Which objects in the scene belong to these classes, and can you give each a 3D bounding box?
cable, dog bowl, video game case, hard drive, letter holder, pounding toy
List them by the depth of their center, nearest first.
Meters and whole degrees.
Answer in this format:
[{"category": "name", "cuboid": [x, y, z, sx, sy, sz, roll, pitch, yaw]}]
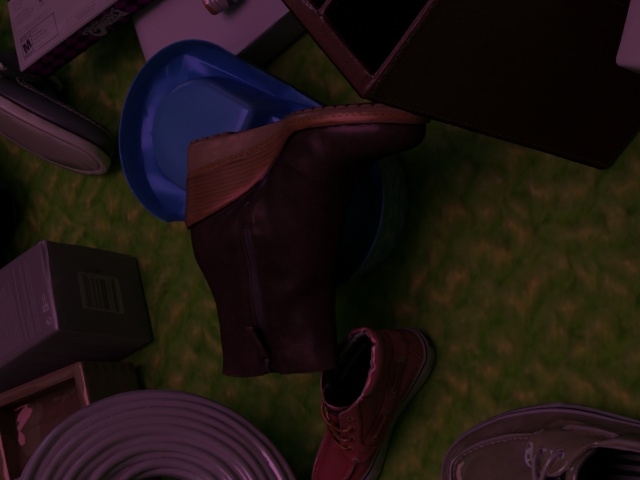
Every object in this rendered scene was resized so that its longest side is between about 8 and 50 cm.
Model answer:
[{"category": "letter holder", "cuboid": [0.147, -0.198, 1.143, 0.214, 0.302, 0.152, -52, 54, 22]}, {"category": "cable", "cuboid": [-0.137, 0.248, 1.364, 0.257, 0.089, 0.257, -41, 80, -19]}, {"category": "dog bowl", "cuboid": [-0.047, -0.064, 1.418, 0.297, 0.074, 0.166, 32, 107, 30]}, {"category": "hard drive", "cuboid": [-0.113, -0.322, 1.564, 0.233, 0.047, 0.353, -36, 61, 32]}, {"category": "pounding toy", "cuboid": [-0.261, 0.235, 1.567, 0.206, 0.094, 0.181, -23, 74, 28]}, {"category": "video game case", "cuboid": [-0.230, -0.305, 1.600, 0.232, 0.042, 0.210, -30, 63, 33]}]

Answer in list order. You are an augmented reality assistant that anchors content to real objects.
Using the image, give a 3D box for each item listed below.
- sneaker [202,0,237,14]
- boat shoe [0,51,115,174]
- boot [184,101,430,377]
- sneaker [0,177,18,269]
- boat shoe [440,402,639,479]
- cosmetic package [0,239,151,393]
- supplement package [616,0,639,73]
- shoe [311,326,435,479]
[{"category": "sneaker", "cuboid": [-0.095, -0.249, 1.490, 0.037, 0.032, 0.083, -23, 67, 15]}, {"category": "boat shoe", "cuboid": [-0.327, -0.170, 1.681, 0.319, 0.116, 0.099, 27, 73, 28]}, {"category": "boot", "cuboid": [0.000, 0.000, 1.301, 0.248, 0.090, 0.207, -12, 90, 37]}, {"category": "sneaker", "cuboid": [-0.385, -0.058, 1.738, 0.121, 0.108, 0.302, -23, 61, 16]}, {"category": "boat shoe", "cuboid": [0.202, 0.171, 1.174, 0.302, 0.094, 0.109, -6, 79, 41]}, {"category": "cosmetic package", "cuboid": [-0.296, 0.098, 1.607, 0.238, 0.127, 0.107, -27, 66, 34]}, {"category": "supplement package", "cuboid": [0.371, -0.160, 1.022, 0.293, 0.177, 0.175, 15, 94, 42]}, {"category": "shoe", "cuboid": [0.023, 0.147, 1.345, 0.063, 0.081, 0.178, 42, 110, 38]}]
